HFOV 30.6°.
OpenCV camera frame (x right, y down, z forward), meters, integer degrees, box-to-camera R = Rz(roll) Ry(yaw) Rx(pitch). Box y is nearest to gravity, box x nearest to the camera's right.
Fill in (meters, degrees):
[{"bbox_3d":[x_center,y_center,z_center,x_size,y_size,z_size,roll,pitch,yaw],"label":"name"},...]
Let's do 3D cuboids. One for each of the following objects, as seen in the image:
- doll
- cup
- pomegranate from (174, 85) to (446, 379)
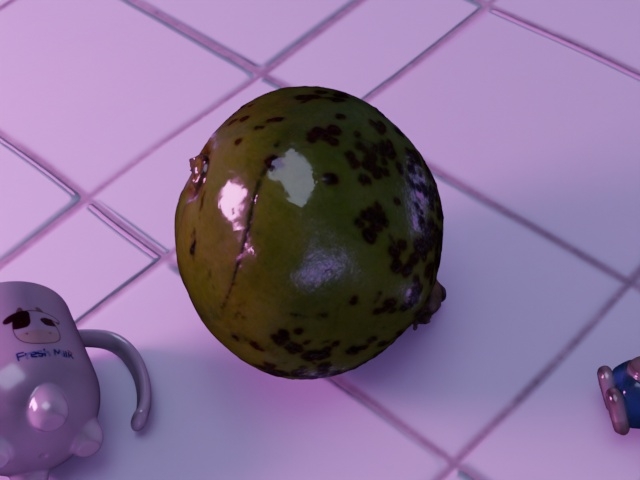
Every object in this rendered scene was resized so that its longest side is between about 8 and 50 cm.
[{"bbox_3d":[0.306,0.112,0.951,0.152,0.085,0.114,-15,28,10],"label":"doll"},{"bbox_3d":[-0.244,0.136,1.009,0.134,0.173,0.142,-45,51,11],"label":"cup"},{"bbox_3d":[0.000,0.000,1.012,0.254,0.270,0.254,-39,29,27],"label":"pomegranate"}]
